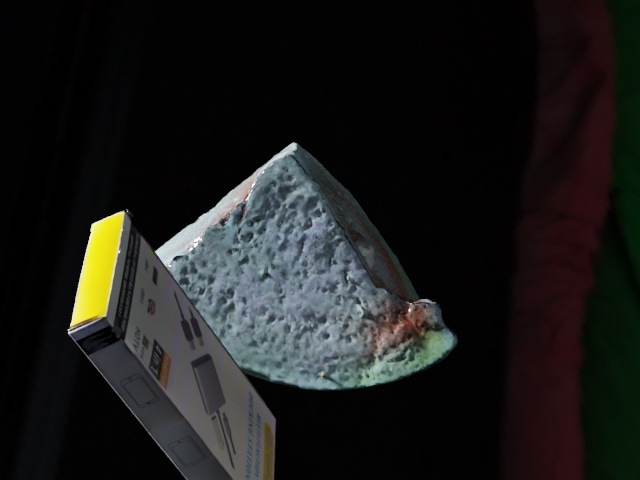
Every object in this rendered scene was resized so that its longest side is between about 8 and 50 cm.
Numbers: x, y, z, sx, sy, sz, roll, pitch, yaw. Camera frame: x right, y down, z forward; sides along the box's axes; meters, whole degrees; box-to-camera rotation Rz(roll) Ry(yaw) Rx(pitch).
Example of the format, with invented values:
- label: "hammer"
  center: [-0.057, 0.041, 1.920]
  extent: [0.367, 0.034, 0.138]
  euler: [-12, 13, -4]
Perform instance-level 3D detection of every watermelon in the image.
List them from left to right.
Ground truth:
- label: "watermelon"
  center: [0.000, 0.000, 1.527]
  extent: [0.289, 0.319, 0.214]
  euler: [-51, -32, -55]

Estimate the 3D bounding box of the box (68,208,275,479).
- label: "box"
  center: [-0.091, 0.105, 1.145]
  extent: [0.247, 0.033, 0.129]
  euler: [56, -162, -31]
